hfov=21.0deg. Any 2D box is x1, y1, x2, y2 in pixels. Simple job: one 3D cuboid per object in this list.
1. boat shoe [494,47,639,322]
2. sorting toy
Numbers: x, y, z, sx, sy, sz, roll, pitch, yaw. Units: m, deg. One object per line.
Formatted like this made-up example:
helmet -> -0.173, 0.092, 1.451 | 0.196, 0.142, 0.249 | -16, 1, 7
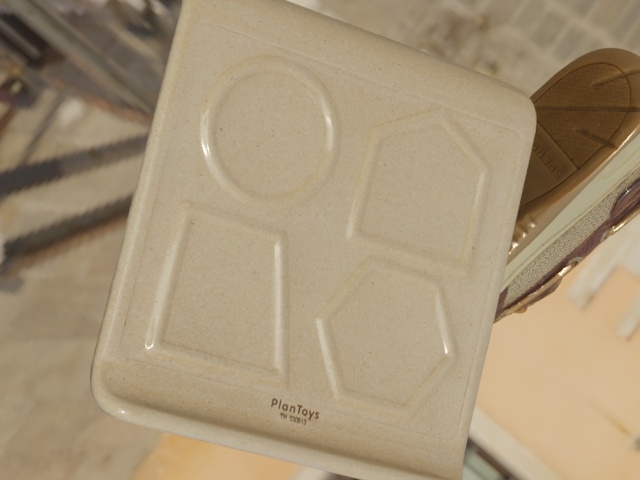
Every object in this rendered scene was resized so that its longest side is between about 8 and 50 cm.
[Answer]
boat shoe -> 0.128, 0.012, 1.239 | 0.342, 0.123, 0.123 | -43, 136, 13
sorting toy -> 0.000, 0.000, 0.801 | 0.193, 0.038, 0.208 | 17, 77, -26
